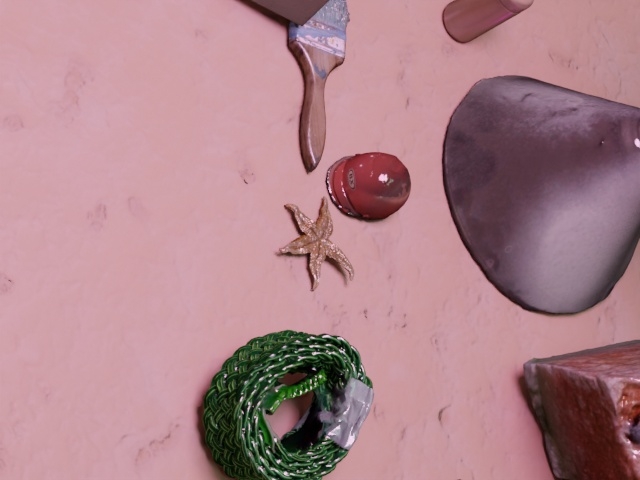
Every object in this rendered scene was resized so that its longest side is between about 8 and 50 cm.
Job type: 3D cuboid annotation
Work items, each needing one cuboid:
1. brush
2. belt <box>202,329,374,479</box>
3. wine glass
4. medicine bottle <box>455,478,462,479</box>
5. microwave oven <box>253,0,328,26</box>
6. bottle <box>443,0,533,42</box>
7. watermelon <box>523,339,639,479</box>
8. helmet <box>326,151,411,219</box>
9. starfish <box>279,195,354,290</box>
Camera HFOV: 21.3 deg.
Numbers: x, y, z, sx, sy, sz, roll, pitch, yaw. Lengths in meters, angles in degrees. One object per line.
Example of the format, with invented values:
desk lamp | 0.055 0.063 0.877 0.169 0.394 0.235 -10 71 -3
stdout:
brush | -0.004 -0.154 1.594 0.070 0.021 0.196 18 66 -34
belt | -0.031 0.139 1.430 0.151 0.079 0.121 -39 110 -30
wine glass | 0.341 -0.110 1.605 0.267 0.406 0.267 16 62 -33
medicine bottle | 0.119 0.260 1.521 0.047 0.047 0.083 -14 84 -41
microwave oven | -0.027 -0.331 1.555 0.163 0.129 0.205 23 60 -19
bottle | 0.171 -0.235 1.713 0.045 0.096 0.045 15 66 -36
watermelon | 0.305 0.217 1.601 0.151 0.302 0.264 -18 85 -4
helmet | 0.053 -0.054 1.581 0.084 0.049 0.065 1 75 -39
starfish | 0.000 0.000 1.542 0.092 0.016 0.086 43 53 -12
